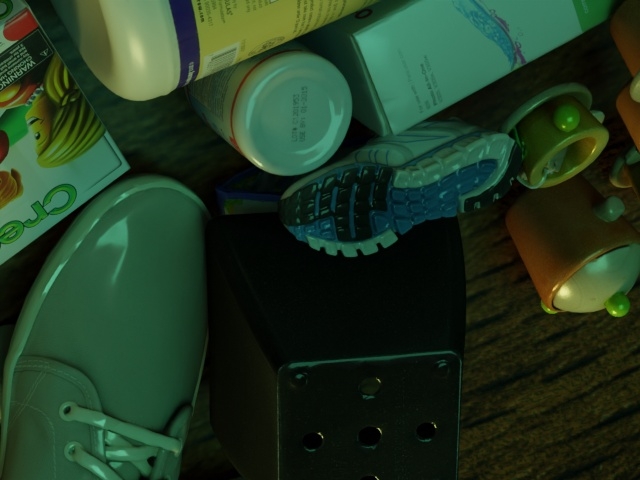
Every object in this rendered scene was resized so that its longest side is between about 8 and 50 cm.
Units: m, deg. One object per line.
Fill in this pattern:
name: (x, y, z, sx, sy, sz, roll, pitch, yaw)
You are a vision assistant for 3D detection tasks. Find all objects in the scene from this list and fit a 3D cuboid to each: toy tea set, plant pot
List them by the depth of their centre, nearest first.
plant pot: (0.020, 0.097, 1.267, 0.187, 0.167, 0.188, -3, 118, -8)
toy tea set: (0.240, -0.051, 1.350, 0.200, 0.124, 0.336, -31, 156, -3)

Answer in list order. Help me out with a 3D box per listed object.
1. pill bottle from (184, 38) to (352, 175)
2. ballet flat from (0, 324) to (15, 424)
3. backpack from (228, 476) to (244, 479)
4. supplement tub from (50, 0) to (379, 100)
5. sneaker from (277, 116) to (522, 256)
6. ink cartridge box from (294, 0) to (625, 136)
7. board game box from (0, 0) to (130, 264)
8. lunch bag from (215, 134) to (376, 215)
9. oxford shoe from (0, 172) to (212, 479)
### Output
pill bottle: (-0.046, -0.109, 1.256, 0.087, 0.160, 0.087, -8, 113, -21)
ballet flat: (-0.286, 0.149, 1.302, 0.213, 0.068, 0.072, -40, 120, -6)
backpack: (-0.016, 0.253, 1.425, 0.182, 0.152, 0.115, 12, 114, -40)
supplement tub: (-0.028, -0.258, 1.160, 0.331, 0.241, 0.241, -25, 118, -14)
sneaker: (0.046, -0.046, 1.267, 0.190, 0.083, 0.071, -15, 125, -28)
ink cartridge box: (0.095, -0.177, 1.296, 0.212, 0.154, 0.093, -30, 118, -10)
board game box: (-0.293, -0.025, 1.198, 0.305, 0.053, 0.193, -37, 146, -7)
lunch bag: (0.000, 0.000, 1.364, 0.151, 0.096, 0.129, -10, 119, -5)
oxford shoe: (-0.163, 0.172, 1.289, 0.169, 0.130, 0.449, 21, 86, -36)
